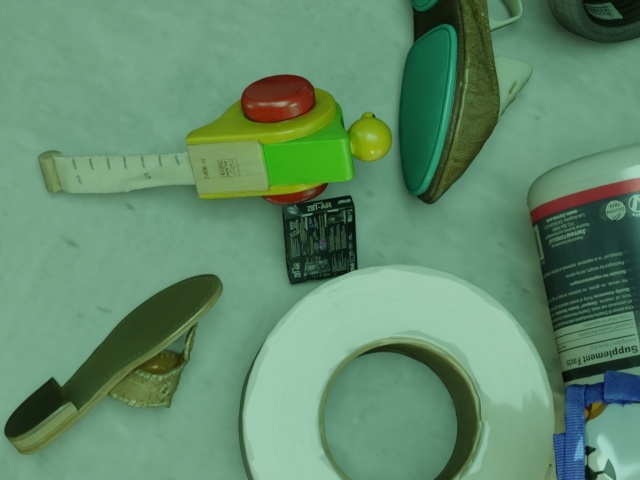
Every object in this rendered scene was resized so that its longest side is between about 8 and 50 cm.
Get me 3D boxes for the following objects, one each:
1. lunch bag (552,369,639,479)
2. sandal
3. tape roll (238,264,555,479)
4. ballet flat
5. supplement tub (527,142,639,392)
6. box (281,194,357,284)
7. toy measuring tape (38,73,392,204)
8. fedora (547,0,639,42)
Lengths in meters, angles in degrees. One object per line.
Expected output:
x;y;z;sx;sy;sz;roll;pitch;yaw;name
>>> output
0.364;0.269;1.279;0.327;0.239;0.386;-1;125;14;lunch bag
-0.172;0.129;1.469;0.240;0.088;0.079;-37;118;-3;sandal
0.068;0.167;1.463;0.286;0.100;0.286;1;81;-6;tape roll
0.139;-0.203;1.536;0.124;0.116;0.343;2;77;-25;ballet flat
0.304;0.057;1.458;0.191;0.191;0.272;-9;82;-7;supplement tub
0.000;0.000;1.494;0.067;0.083;0.018;-10;41;-7;box
-0.093;-0.092;1.498;0.330;0.121;0.121;-3;81;13;toy measuring tape
0.310;-0.318;1.528;0.275;0.244;0.124;-34;57;-4;fedora
